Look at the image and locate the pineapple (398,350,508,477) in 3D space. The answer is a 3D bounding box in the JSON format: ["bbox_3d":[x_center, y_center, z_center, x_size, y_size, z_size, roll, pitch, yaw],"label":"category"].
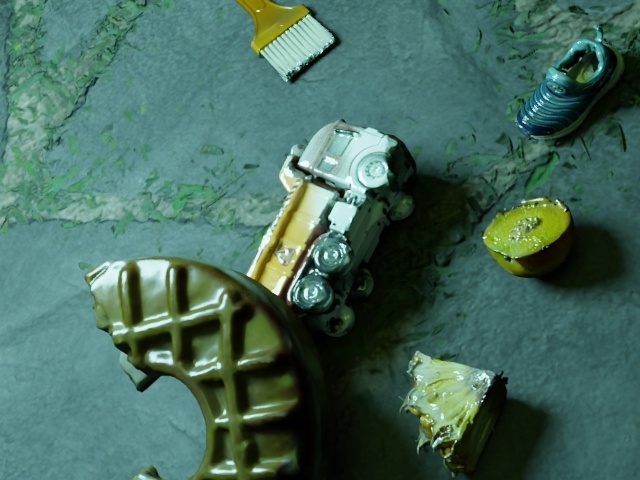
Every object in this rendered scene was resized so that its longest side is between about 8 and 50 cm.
[{"bbox_3d":[0.137,0.163,1.253,0.116,0.069,0.137,-28,55,8],"label":"pineapple"}]

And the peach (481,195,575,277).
[{"bbox_3d":[0.226,0.001,1.307,0.098,0.061,0.098,-17,35,12],"label":"peach"}]

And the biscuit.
[{"bbox_3d":[-0.118,0.195,1.259,0.268,0.115,0.366,-6,86,19],"label":"biscuit"}]

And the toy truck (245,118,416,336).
[{"bbox_3d":[0.000,0.000,1.377,0.135,0.114,0.270,22,76,26],"label":"toy truck"}]

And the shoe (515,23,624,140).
[{"bbox_3d":[0.275,-0.172,1.372,0.143,0.071,0.064,-44,55,2],"label":"shoe"}]

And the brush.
[{"bbox_3d":[-0.095,-0.324,1.647,0.090,0.017,0.314,-38,55,-3],"label":"brush"}]
